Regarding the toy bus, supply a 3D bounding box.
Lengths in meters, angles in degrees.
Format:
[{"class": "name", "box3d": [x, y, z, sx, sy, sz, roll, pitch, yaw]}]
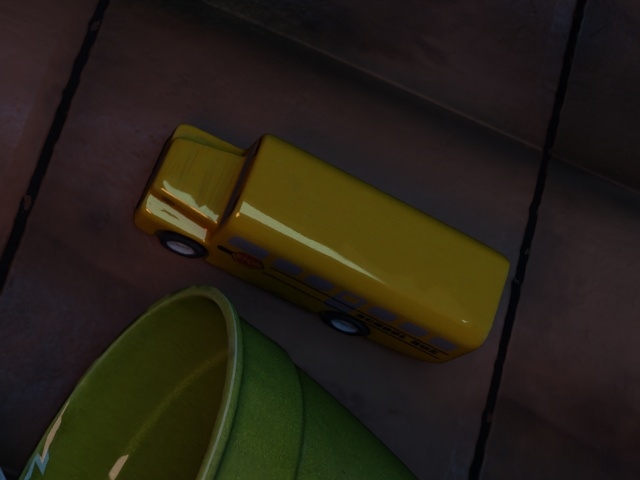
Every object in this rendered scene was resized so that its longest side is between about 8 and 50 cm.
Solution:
[{"class": "toy bus", "box3d": [0.000, 0.000, 1.218, 0.332, 0.130, 0.108, 27, 68, -13]}]

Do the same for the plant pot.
[{"class": "plant pot", "box3d": [-0.040, 0.281, 1.032, 0.353, 0.366, 0.367, 33, 66, -22]}]

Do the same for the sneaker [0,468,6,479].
[{"class": "sneaker", "box3d": [-0.325, 0.134, 1.055, 0.090, 0.115, 0.232, -36, 81, -26]}]
